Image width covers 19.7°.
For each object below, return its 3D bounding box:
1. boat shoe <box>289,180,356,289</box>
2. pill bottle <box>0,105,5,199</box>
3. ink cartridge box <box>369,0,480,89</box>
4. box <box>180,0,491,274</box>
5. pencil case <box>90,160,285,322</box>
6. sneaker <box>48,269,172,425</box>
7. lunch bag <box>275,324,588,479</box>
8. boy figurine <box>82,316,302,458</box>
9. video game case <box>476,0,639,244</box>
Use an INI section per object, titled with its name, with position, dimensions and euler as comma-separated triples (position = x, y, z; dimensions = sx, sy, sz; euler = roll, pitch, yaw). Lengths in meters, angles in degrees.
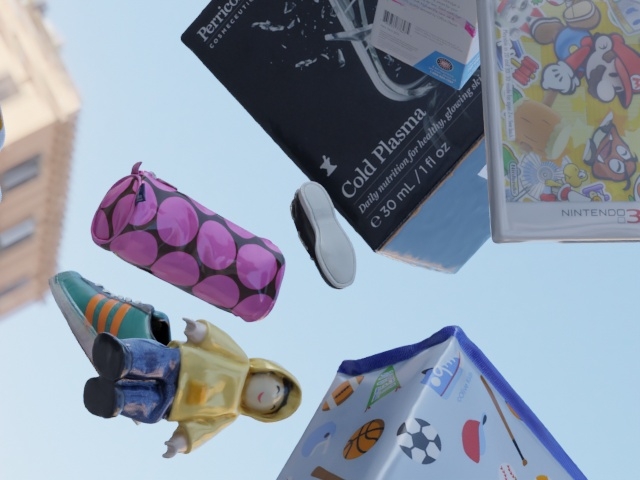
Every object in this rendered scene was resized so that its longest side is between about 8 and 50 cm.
[boat shoe]
position = 0.000, 0.000, 1.903
dimensions = 0.038, 0.046, 0.125
euler = -49, -123, 47
[pill bottle]
position = -0.391, -0.142, 1.836
dimensions = 0.136, 0.136, 0.246
euler = 32, -43, 50
[ink cartridge box]
position = 0.116, -0.243, 1.726
dimensions = 0.104, 0.061, 0.181
euler = 29, -39, 14
[box]
position = 0.147, -0.289, 2.661
dimensions = 0.472, 0.480, 0.297
euler = 48, 14, 25
[pencil case]
position = -0.134, 0.004, 1.948
dimensions = 0.209, 0.098, 0.095
euler = 31, -23, -30
[sneaker]
position = -0.271, 0.127, 2.541
dimensions = 0.302, 0.121, 0.108
euler = 49, -13, 42
[lunch bag]
position = 0.122, 0.342, 1.836
dimensions = 0.385, 0.328, 0.239
euler = 46, -37, -20
[boy figurine]
position = -0.151, 0.185, 2.258
dimensions = 0.092, 0.285, 0.177
euler = 20, -83, 54
[video game case]
position = 0.234, -0.110, 1.505
dimensions = 0.026, 0.206, 0.227
euler = 140, -52, -74
